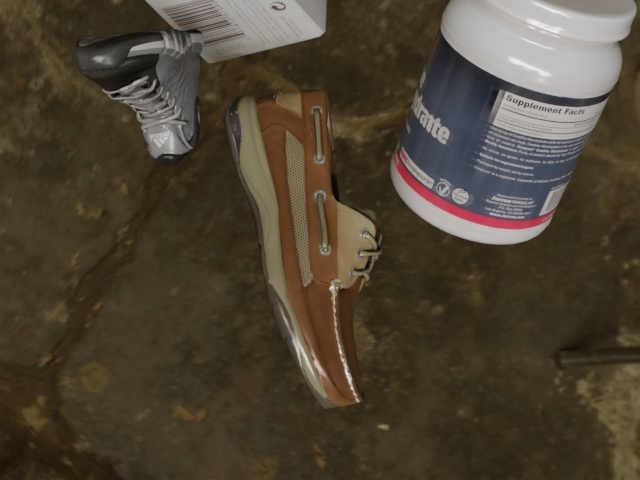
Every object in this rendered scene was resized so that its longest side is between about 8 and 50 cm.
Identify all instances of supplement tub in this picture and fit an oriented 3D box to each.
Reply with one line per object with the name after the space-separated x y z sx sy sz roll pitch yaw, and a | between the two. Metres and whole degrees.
0.198 -0.150 1.149 0.191 0.191 0.272 6 125 -17 | supplement tub

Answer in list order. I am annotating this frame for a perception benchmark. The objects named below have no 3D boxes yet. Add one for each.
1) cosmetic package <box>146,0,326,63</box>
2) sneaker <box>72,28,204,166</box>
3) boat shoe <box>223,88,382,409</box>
-0.089 -0.319 1.184 0.151 0.151 0.184 40 46 -55 | cosmetic package
-0.158 -0.133 1.044 0.086 0.228 0.132 -2 101 15 | sneaker
0.000 0.000 1.067 0.119 0.122 0.324 -16 85 3 | boat shoe
